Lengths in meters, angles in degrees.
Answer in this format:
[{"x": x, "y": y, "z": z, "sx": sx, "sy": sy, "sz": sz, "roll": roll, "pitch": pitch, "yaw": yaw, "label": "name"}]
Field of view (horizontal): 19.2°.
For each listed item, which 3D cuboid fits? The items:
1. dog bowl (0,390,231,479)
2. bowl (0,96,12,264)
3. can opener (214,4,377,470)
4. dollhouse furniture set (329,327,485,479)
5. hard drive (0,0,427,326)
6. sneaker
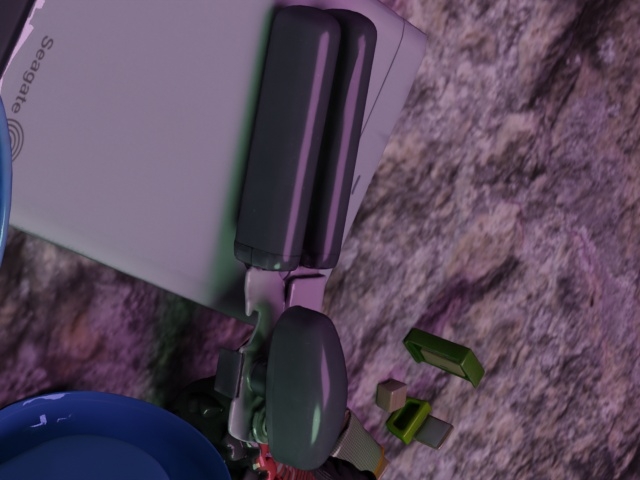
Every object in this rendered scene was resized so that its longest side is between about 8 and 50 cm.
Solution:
[{"x": -0.183, "y": 0.193, "z": 1.091, "sx": 0.297, "sy": 0.166, "sz": 0.074, "roll": -28, "pitch": 139, "yaw": -41, "label": "dog bowl"}, {"x": -0.277, "y": 0.056, "z": 0.693, "sx": 0.391, "sy": 0.077, "sz": 0.391, "roll": -46, "pitch": 158, "yaw": -24, "label": "bowl"}, {"x": 0.000, "y": 0.000, "z": 1.177, "sx": 0.076, "sy": 0.095, "sz": 0.283, "roll": -3, "pitch": 107, "yaw": -51, "label": "can opener"}, {"x": 0.060, "y": 0.145, "z": 1.449, "sx": 0.151, "sy": 0.058, "sz": 0.076, "roll": -54, "pitch": 141, "yaw": -18, "label": "dollhouse furniture set"}, {"x": -0.076, "y": -0.087, "z": 1.167, "sx": 0.353, "sy": 0.047, "sz": 0.233, "roll": 27, "pitch": 86, "yaw": -53, "label": "hard drive"}, {"x": -0.028, "y": 0.179, "z": 1.327, "sx": 0.135, "sy": 0.098, "sz": 0.276, "roll": -51, "pitch": 137, "yaw": -34, "label": "sneaker"}]
